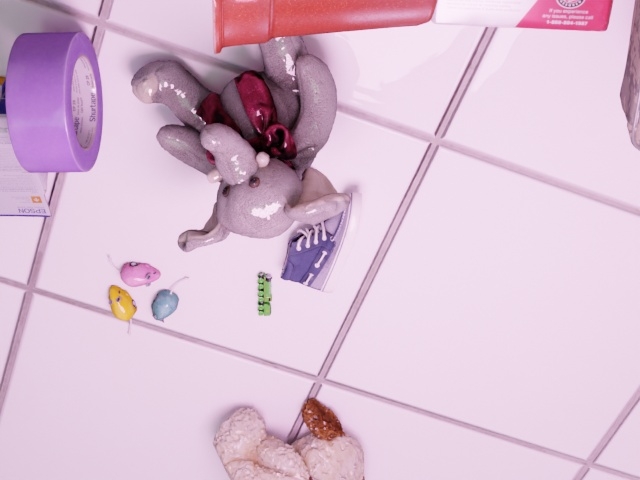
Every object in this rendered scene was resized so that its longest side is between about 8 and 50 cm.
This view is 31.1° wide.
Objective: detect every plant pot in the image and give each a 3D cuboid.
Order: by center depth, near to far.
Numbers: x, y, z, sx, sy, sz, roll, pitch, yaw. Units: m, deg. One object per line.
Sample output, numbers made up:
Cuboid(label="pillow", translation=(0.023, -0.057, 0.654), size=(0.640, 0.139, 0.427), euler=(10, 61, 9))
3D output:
Cuboid(label="plant pot", translation=(0.002, -0.361, 1.376), size=(0.265, 0.272, 0.272), euler=(-1, 125, -5))

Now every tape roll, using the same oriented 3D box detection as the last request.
Cuboid(label="tape roll", translation=(-0.356, -0.186, 1.553), size=(0.080, 0.189, 0.189), euler=(-1, 125, 5))

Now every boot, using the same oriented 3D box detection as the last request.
Cuboid(label="boot", translation=(0.000, 0.000, 1.728), size=(0.086, 0.069, 0.190), euler=(13, 127, -8))

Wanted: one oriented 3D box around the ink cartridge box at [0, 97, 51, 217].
Cuboid(label="ink cartridge box", translation=(-0.520, -0.120, 1.683), size=(0.223, 0.045, 0.224), euler=(1, 143, 5))

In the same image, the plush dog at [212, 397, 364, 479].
Cuboid(label="plush dog", translation=(-0.031, 0.401, 1.960), size=(0.225, 0.210, 0.262), euler=(-26, 125, -10))

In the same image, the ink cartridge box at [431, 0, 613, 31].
Cuboid(label="ink cartridge box", translation=(0.253, -0.417, 1.380), size=(0.226, 0.131, 0.306), euler=(5, 124, 2))

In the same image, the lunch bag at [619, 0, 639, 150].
Cuboid(label="lunch bag", translation=(0.476, -0.283, 1.382), size=(0.212, 0.256, 0.305), euler=(1, 126, 5))

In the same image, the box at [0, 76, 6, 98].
Cuboid(label="box", translation=(-0.507, -0.204, 1.651), size=(0.136, 0.028, 0.081), euler=(11, 126, -2))

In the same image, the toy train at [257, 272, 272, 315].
Cuboid(label="toy train", translation=(-0.089, 0.086, 1.828), size=(0.023, 0.017, 0.083), euler=(-2, 125, -6))

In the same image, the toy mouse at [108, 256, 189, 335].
Cuboid(label="toy mouse", translation=(-0.276, 0.086, 1.833), size=(0.143, 0.031, 0.161), euler=(-13, 123, 13))

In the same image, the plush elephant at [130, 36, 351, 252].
Cuboid(label="plush elephant", translation=(-0.094, -0.116, 1.541), size=(0.271, 0.255, 0.330), euler=(-21, 121, 18))
